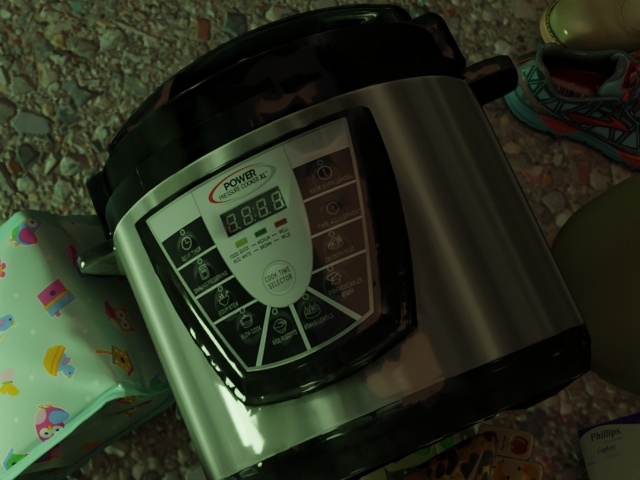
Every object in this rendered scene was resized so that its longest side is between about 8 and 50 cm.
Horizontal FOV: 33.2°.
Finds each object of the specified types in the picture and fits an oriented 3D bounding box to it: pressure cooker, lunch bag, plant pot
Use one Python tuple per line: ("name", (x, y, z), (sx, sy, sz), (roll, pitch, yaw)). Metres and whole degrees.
("pressure cooker", (0.000, 0.001, 0.980), (0.370, 0.375, 0.420), (-15, 76, -34))
("lunch bag", (-0.298, 0.129, 1.084), (0.262, 0.160, 0.223), (-37, 75, 18))
("plant pot", (0.399, 0.011, 1.130), (0.256, 0.274, 0.256), (1, 69, -4))

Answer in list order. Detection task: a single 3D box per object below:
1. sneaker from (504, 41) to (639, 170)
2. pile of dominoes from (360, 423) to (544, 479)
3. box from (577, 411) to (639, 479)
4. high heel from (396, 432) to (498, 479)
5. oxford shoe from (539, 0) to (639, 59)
("sneaker", (0.352, -0.162, 1.269), (0.262, 0.125, 0.104), (14, 70, 0))
("pile of dominoes", (0.149, 0.311, 1.080), (0.196, 0.040, 0.251), (-19, 71, 15))
("box", (0.362, 0.214, 1.105), (0.137, 0.126, 0.072), (5, 67, -35))
("high heel", (0.040, 0.257, 1.026), (0.186, 0.093, 0.261), (34, 100, -27))
("oxford shoe", (0.450, -0.346, 1.334), (0.397, 0.146, 0.140), (-29, 75, -14))
